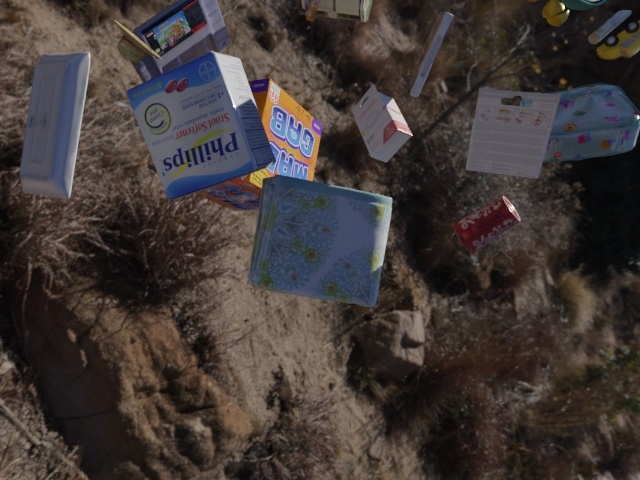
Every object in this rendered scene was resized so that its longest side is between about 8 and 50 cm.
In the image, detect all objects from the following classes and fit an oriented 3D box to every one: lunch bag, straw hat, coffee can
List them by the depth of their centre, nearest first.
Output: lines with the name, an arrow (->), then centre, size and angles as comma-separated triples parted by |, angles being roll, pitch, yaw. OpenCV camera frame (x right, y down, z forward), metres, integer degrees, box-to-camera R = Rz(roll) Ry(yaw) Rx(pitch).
straw hat -> -0.501, -0.510, 1.245 | 0.144, 0.061, 0.144 | 40, 8, -7
lunch bag -> 0.681, -0.324, 1.265 | 0.108, 0.279, 0.224 | 73, 16, -47
coffee can -> 0.062, -1.000, 1.878 | 0.275, 0.201, 0.201 | 13, 29, 11

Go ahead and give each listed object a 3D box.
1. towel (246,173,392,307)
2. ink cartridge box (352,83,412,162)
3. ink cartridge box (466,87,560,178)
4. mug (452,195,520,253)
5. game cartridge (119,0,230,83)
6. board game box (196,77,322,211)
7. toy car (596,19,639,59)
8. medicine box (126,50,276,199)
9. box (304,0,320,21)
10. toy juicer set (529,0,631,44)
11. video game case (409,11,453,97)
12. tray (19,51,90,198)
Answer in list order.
towel -> 0.000, 0.000, 1.303 | 0.374, 0.320, 0.090 | 10, 0, -9
ink cartridge box -> 0.171, -0.338, 1.342 | 0.067, 0.115, 0.198 | 10, 50, -37
ink cartridge box -> 0.465, -0.267, 1.149 | 0.056, 0.181, 0.224 | -59, 153, -46
mug -> 0.504, -0.042, 1.409 | 0.113, 0.169, 0.150 | 47, 28, -14
game cartridge -> -0.480, -0.676, 1.591 | 0.068, 0.355, 0.230 | 43, -15, 19
board game box -> -0.256, -0.320, 1.699 | 0.356, 0.356, 0.356 | 26, 71, -58
toy car -> 0.729, -0.460, 0.960 | 0.225, 0.239, 0.053 | -13, 70, -22
medicine box -> -0.296, -0.284, 1.191 | 0.149, 0.263, 0.289 | -45, 117, -69
box -> -0.031, -0.828, 1.605 | 0.028, 0.081, 0.136 | 5, 54, -20
toy juicer set -> 0.666, -0.627, 1.202 | 0.329, 0.089, 0.209 | 30, 67, -3
video game case -> 0.292, -0.505, 1.260 | 0.026, 0.206, 0.227 | 22, 28, 0
tray -> -0.503, -0.218, 0.869 | 0.030, 0.145, 0.270 | 7, 92, -62
